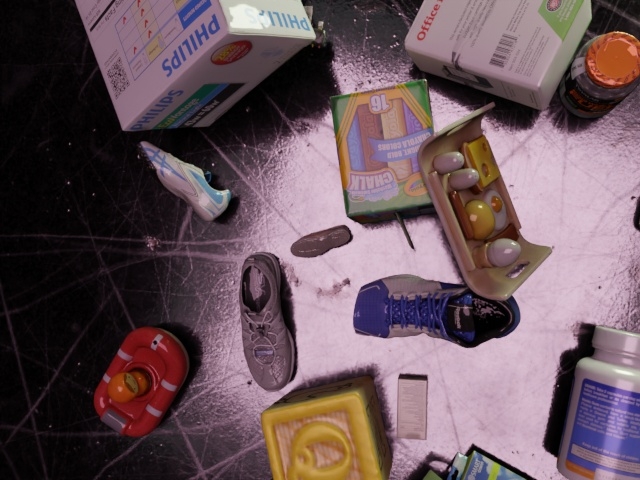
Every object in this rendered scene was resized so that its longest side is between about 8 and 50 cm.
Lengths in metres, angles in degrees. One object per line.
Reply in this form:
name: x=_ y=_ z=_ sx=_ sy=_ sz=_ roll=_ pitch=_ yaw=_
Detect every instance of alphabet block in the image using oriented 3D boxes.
alphabet block: x=0.018 y=0.375 z=1.224 sx=0.193 sy=0.197 sz=0.193 roll=-16 pitch=84 yaw=8

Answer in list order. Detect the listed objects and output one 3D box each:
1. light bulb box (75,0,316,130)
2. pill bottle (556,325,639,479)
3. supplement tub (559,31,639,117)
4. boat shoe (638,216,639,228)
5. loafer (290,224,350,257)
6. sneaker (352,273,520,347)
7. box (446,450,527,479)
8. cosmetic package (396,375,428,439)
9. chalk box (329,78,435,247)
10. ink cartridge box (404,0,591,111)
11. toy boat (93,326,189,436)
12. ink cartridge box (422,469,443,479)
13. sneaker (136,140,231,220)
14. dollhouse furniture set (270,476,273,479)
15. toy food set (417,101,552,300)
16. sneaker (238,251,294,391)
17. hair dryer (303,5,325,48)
light bulb box: x=-0.253 y=-0.444 z=1.227 sx=0.358 sy=0.225 sz=0.360 roll=-27 pitch=82 yaw=41
pill bottle: x=0.519 y=0.295 z=1.164 sx=0.153 sy=0.152 sz=0.271 roll=12 pitch=90 yaw=10
supplement tub: x=0.502 y=-0.295 z=1.178 sx=0.117 sy=0.190 sz=0.116 roll=-1 pitch=87 yaw=10
boat shoe: x=0.621 y=-0.078 z=1.223 sx=0.046 sy=0.038 sz=0.125 roll=10 pitch=89 yaw=-33
loafer: x=0.000 y=0.000 z=1.332 sx=0.125 sy=0.039 sz=0.045 roll=-17 pitch=117 yaw=11
sneaker: x=0.214 y=0.125 z=1.211 sx=0.316 sy=0.182 sz=0.127 roll=1 pitch=86 yaw=10
box: x=0.323 y=0.472 z=1.217 sx=0.178 sy=0.042 sz=0.109 roll=27 pitch=51 yaw=10
cosmetic package: x=0.178 y=0.323 z=1.277 sx=0.060 sy=0.041 sz=0.115 roll=3 pitch=88 yaw=9
chalk box: x=0.133 y=-0.125 z=1.239 sx=0.179 sy=0.180 sz=0.288 roll=-7 pitch=85 yaw=9
ink cartridge box: x=0.325 y=-0.386 z=1.219 sx=0.273 sy=0.115 sz=0.198 roll=27 pitch=92 yaw=27
toy boat: x=-0.371 y=0.285 z=1.319 sx=0.151 sy=0.151 sz=0.231 roll=30 pitch=93 yaw=10
ink cartridge box: x=0.180 y=0.536 z=1.188 sx=0.209 sy=0.062 sz=0.109 roll=-49 pitch=45 yaw=-9
sneaker: x=-0.285 y=-0.133 z=1.370 sx=0.237 sy=0.085 sz=0.086 roll=39 pitch=68 yaw=13
dollhouse furniture set: x=-0.101 y=0.629 z=1.254 sx=0.198 sy=0.151 sz=0.301 roll=36 pitch=94 yaw=10
toy food set: x=0.303 y=-0.075 z=1.156 sx=0.092 sy=0.220 sz=0.306 roll=-13 pitch=104 yaw=46
sneaker: x=-0.123 y=0.162 z=1.300 sx=0.105 sy=0.115 sz=0.281 roll=-11 pitch=85 yaw=9
hair dryer: x=-0.115 y=-0.488 z=1.369 sx=0.294 sy=0.080 sz=0.223 roll=4 pitch=70 yaw=6
